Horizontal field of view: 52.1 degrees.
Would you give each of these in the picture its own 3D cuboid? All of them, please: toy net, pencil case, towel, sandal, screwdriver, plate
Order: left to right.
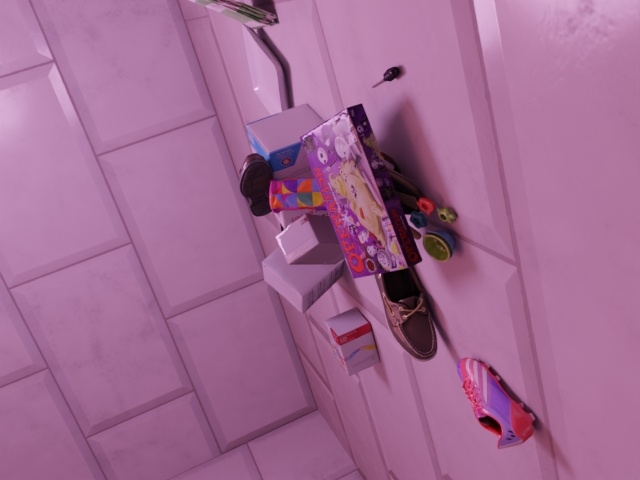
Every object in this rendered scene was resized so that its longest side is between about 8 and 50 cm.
[{"bbox_3d":[-0.308,-0.685,1.908,0.248,0.325,0.038,-141,66,-65],"label":"towel"},{"bbox_3d":[-0.165,-0.522,2.110,0.277,0.045,0.278,58,165,35],"label":"plate"},{"bbox_3d":[-0.018,-0.122,1.749,0.104,0.237,0.104,0,-90,-80],"label":"pencil case"},{"bbox_3d":[0.117,-0.161,1.457,0.303,0.086,0.120,37,157,35],"label":"sandal"},{"bbox_3d":[0.130,-0.325,1.334,0.025,0.024,0.170,40,175,-5],"label":"screwdriver"},{"bbox_3d":[0.183,-0.041,1.365,0.232,0.045,0.122,24,144,41],"label":"toy net"}]

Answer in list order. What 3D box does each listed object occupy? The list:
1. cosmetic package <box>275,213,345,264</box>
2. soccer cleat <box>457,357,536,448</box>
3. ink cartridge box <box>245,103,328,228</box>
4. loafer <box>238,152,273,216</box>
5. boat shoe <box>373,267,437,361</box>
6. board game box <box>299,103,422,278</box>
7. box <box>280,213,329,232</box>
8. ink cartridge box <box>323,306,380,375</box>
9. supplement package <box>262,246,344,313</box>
[{"bbox_3d":[0.000,0.000,1.866,0.127,0.238,0.107,-36,72,30],"label":"cosmetic package"},{"bbox_3d":[0.344,0.332,1.370,0.248,0.095,0.083,49,157,54],"label":"soccer cleat"},{"bbox_3d":[-0.073,-0.215,1.914,0.197,0.198,0.270,-127,20,-47],"label":"ink cartridge box"},{"bbox_3d":[-0.185,-0.164,1.816,0.267,0.096,0.084,90,160,-61],"label":"loafer"},{"bbox_3d":[0.204,0.148,1.601,0.091,0.109,0.304,94,155,-72],"label":"boat shoe"},{"bbox_3d":[0.080,-0.095,1.403,0.208,0.056,0.346,-19,93,63],"label":"board game box"},{"bbox_3d":[-0.041,-0.048,2.104,0.220,0.175,0.051,88,177,-57],"label":"box"},{"bbox_3d":[0.109,0.350,2.266,0.128,0.128,0.176,42,152,61],"label":"ink cartridge box"},{"bbox_3d":[-0.059,0.100,2.242,0.194,0.203,0.149,41,158,18],"label":"supplement package"}]
